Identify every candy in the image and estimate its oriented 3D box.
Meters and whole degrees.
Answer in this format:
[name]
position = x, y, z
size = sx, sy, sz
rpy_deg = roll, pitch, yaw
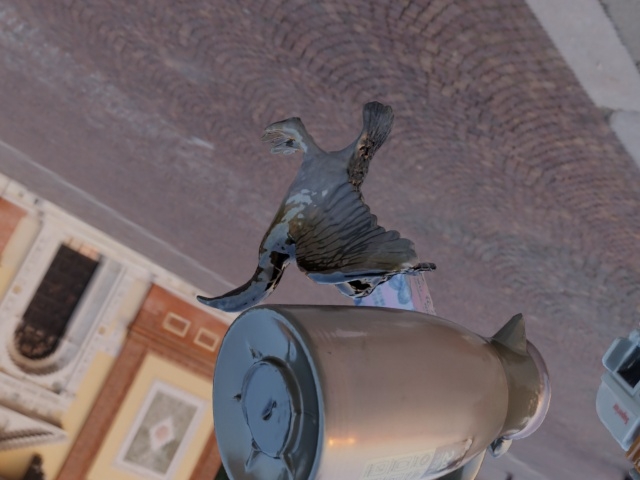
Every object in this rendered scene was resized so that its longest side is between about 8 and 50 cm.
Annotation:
[candy]
position = 0.089, 0.094, 0.972
size = 0.073, 0.160, 0.092
rpy_deg = -21, 170, 23

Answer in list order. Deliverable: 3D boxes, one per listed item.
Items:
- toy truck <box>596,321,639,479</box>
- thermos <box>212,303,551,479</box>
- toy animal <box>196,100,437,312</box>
[toy truck]
position = 0.364, 0.176, 0.712
size = 0.173, 0.207, 0.387
rpy_deg = 37, -170, -9
[thermos]
position = 0.044, 0.103, 0.499
size = 0.193, 0.137, 0.105
rpy_deg = 2, -167, -37
[toy animal]
position = -0.008, -0.013, 0.697
size = 0.197, 0.160, 0.272
rpy_deg = -12, 165, 14
